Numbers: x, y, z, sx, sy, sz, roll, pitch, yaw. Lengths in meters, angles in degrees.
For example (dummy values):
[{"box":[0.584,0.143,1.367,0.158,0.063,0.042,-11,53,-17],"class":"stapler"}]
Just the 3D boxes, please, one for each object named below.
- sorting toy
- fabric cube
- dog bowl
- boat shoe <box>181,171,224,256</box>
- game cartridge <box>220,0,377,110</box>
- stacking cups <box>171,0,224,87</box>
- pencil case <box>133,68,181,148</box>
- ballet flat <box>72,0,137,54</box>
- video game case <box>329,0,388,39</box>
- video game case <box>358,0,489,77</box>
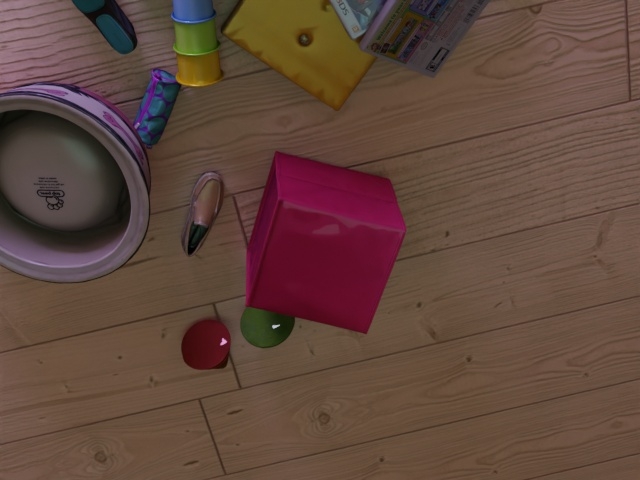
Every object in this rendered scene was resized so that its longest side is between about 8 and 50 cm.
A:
[{"box":[-0.129,0.216,1.986,0.365,0.127,0.126,-22,147,2],"class":"sorting toy"},{"box":[0.000,0.000,1.784,0.258,0.259,0.254,13,116,-10],"class":"fabric cube"},{"box":[-0.514,-0.124,1.687,0.408,0.150,0.408,2,122,4],"class":"dog bowl"},{"box":[-0.247,-0.050,1.832,0.068,0.072,0.190,13,115,-12],"class":"boat shoe"},{"box":[0.012,-0.455,1.670,0.285,0.052,0.323,32,107,-20],"class":"game cartridge"},{"box":[-0.243,-0.444,1.595,0.096,0.096,0.316,-6,125,-3],"class":"stacking cups"},{"box":[-0.329,-0.262,1.716,0.064,0.070,0.151,36,113,23],"class":"pencil case"},{"box":[-0.406,-0.437,1.605,0.074,0.074,0.203,-28,133,8],"class":"ballet flat"},{"box":[0.100,-0.503,1.617,0.201,0.023,0.183,-31,116,7],"class":"video game case"},{"box":[0.204,-0.425,1.662,0.193,0.023,0.212,12,128,-35],"class":"video game case"}]
